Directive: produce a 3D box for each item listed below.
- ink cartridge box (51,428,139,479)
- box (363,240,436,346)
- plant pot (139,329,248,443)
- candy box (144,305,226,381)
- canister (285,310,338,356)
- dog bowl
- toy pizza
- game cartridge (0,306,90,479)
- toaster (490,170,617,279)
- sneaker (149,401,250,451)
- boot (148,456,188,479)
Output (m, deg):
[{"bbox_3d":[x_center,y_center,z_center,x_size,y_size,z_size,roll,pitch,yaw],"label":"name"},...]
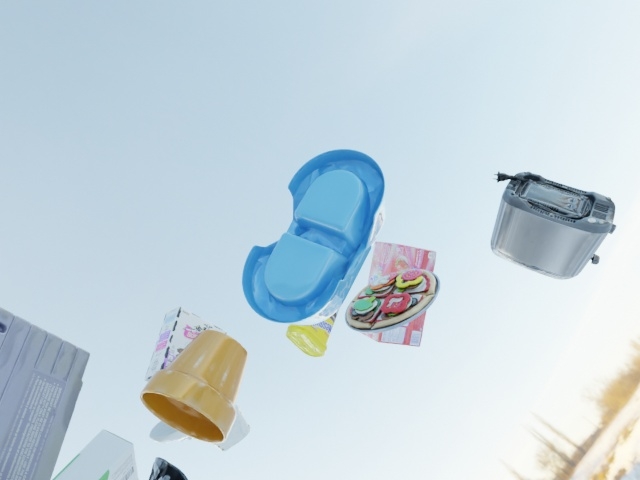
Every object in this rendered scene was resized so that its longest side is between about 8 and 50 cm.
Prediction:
[{"bbox_3d":[-0.636,0.731,1.498,0.211,0.122,0.289,-48,-31,-54],"label":"ink cartridge box"},{"bbox_3d":[0.235,0.162,1.614,0.154,0.142,0.299,10,-90,-21],"label":"box"},{"bbox_3d":[-0.257,0.310,1.155,0.205,0.205,0.188,82,-153,-46],"label":"plant pot"},{"bbox_3d":[-0.345,0.298,1.363,0.070,0.196,0.165,-27,-49,34],"label":"candy box"},{"bbox_3d":[-0.014,0.211,1.421,0.126,0.073,0.170,49,-134,-31],"label":"canister"},{"bbox_3d":[0.000,0.000,0.817,0.297,0.166,0.074,-61,-31,-13],"label":"dog bowl"},{"bbox_3d":[0.135,0.108,1.019,0.201,0.201,0.032,-36,-69,-23],"label":"toy pizza"},{"bbox_3d":[-0.530,0.317,0.866,0.230,0.068,0.355,59,-150,-51],"label":"game cartridge"},{"bbox_3d":[0.416,-0.028,0.978,0.129,0.227,0.146,-46,-30,-44],"label":"toaster"},{"bbox_3d":[-0.364,0.597,1.607,0.293,0.108,0.169,-22,-67,8],"label":"sneaker"},{"bbox_3d":[-0.312,0.468,0.868,0.118,0.338,0.222,40,-113,-25],"label":"boot"}]
